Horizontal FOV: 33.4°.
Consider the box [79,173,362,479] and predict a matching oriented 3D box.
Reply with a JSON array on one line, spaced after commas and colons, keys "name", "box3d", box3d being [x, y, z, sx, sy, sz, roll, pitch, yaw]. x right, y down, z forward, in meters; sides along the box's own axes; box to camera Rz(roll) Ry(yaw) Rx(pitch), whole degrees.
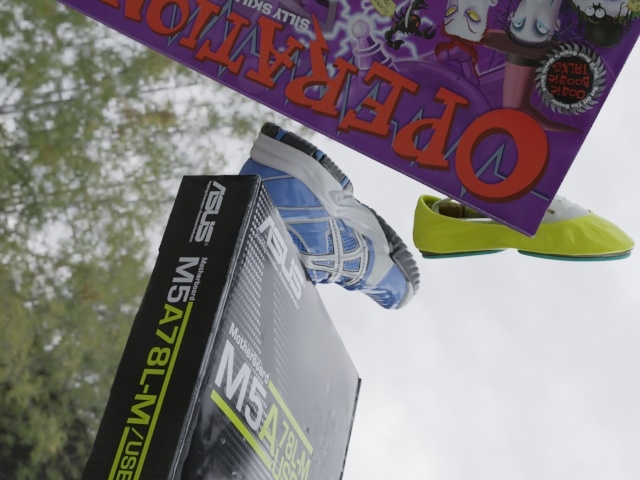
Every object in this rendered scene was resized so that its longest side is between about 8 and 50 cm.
[{"name": "box", "box3d": [-0.036, 0.098, 0.487, 0.190, 0.045, 0.184, 66, 33, -50]}]

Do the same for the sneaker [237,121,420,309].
[{"name": "sneaker", "box3d": [0.000, 0.000, 0.783, 0.080, 0.081, 0.211, 29, -10, 46]}]

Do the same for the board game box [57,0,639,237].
[{"name": "board game box", "box3d": [0.007, -0.170, 0.582, 0.208, 0.347, 0.056, -64, 177, 11]}]

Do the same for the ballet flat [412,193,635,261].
[{"name": "ballet flat", "box3d": [0.197, -0.020, 1.076, 0.231, 0.077, 0.077, 1, -75, 30]}]
